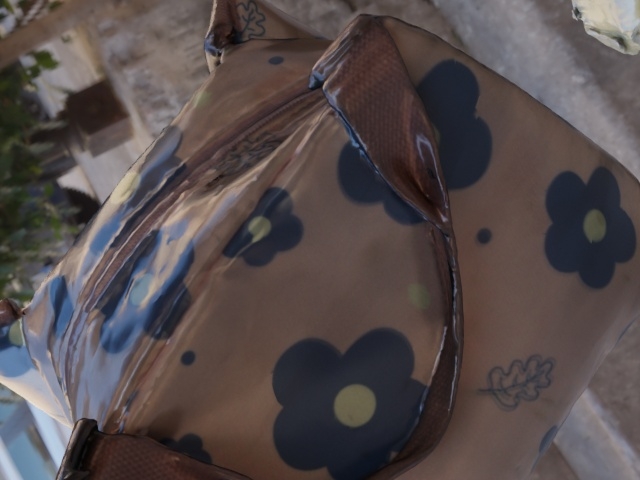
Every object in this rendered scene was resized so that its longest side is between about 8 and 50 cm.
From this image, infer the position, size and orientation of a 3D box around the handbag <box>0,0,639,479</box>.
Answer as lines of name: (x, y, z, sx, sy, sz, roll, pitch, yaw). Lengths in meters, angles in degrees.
handbag: (-0.007, 0.027, 0.423, 0.193, 0.251, 0.190, 38, 174, -40)

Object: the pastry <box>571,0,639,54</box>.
pastry: (0.422, -0.360, 1.226, 0.133, 0.265, 0.265, 44, 158, 41)
